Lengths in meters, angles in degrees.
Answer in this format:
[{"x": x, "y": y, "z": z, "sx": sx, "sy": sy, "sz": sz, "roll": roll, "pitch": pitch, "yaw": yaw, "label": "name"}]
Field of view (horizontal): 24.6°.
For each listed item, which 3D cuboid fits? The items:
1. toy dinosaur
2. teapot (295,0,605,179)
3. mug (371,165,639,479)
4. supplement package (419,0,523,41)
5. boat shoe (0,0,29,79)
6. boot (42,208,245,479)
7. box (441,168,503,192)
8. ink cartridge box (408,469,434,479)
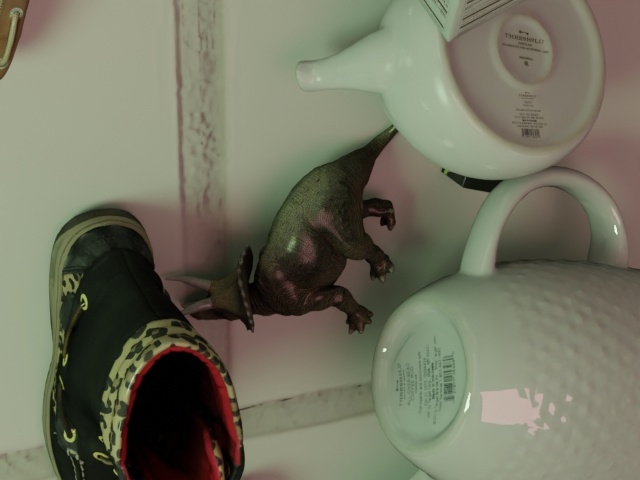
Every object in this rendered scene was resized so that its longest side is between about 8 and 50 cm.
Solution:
[{"x": 0.000, "y": 0.000, "z": 1.521, "sx": 0.313, "sy": 0.121, "sz": 0.160, "roll": -50, "pitch": 136, "yaw": 8, "label": "toy dinosaur"}, {"x": 0.152, "y": -0.170, "z": 1.481, "sx": 0.256, "sy": 0.187, "sz": 0.252, "roll": 47, "pitch": 61, "yaw": -16, "label": "teapot"}, {"x": 0.238, "y": 0.106, "z": 1.581, "sx": 0.328, "sy": 0.276, "sz": 0.374, "roll": 7, "pitch": 89, "yaw": -35, "label": "mug"}, {"x": 0.136, "y": -0.355, "z": 1.323, "sx": 0.204, "sy": 0.261, "sz": 0.145, "roll": -30, "pitch": 166, "yaw": -10, "label": "supplement package"}, {"x": -0.273, "y": -0.284, "z": 1.278, "sx": 0.116, "sy": 0.123, "sz": 0.324, "roll": 14, "pitch": 113, "yaw": -36, "label": "boat shoe"}, {"x": -0.174, "y": 0.187, "z": 1.426, "sx": 0.138, "sy": 0.284, "sz": 0.377, "roll": -6, "pitch": 114, "yaw": -22, "label": "boot"}, {"x": 0.186, "y": -0.088, "z": 1.603, "sx": 0.083, "sy": 0.052, "sz": 0.062, "roll": 8, "pitch": 108, "yaw": -28, "label": "box"}, {"x": 0.113, "y": 0.433, "z": 1.732, "sx": 0.207, "sy": 0.119, "sz": 0.353, "roll": 40, "pitch": 100, "yaw": -24, "label": "ink cartridge box"}]
